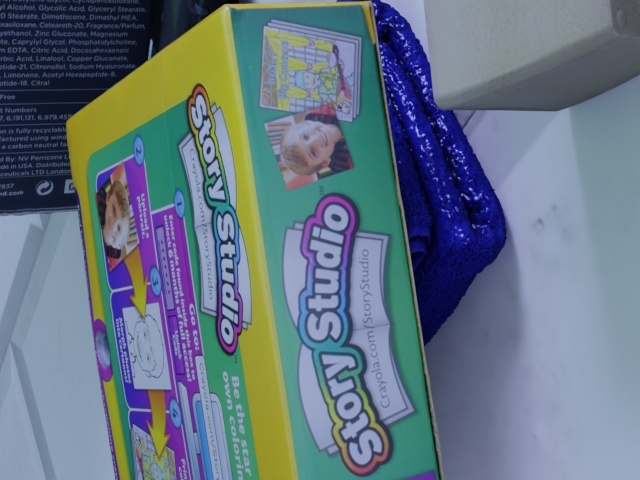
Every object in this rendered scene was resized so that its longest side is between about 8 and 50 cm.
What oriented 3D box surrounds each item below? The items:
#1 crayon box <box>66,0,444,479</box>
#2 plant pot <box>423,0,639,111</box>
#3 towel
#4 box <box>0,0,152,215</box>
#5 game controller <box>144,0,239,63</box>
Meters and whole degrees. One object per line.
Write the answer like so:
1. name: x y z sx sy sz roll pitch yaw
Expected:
1. crayon box: -0.056 0.061 0.752 0.313 0.106 0.363 -12 86 60
2. plant pot: 0.123 -0.126 0.567 0.096 0.109 0.109 -6 90 48
3. towel: 0.000 0.000 0.819 0.308 0.076 0.228 -56 49 48
4. box: -0.314 -0.268 1.179 0.293 0.212 0.396 51 137 44
5. game controller: -0.131 -0.140 1.052 0.166 0.067 0.319 -116 34 -56
